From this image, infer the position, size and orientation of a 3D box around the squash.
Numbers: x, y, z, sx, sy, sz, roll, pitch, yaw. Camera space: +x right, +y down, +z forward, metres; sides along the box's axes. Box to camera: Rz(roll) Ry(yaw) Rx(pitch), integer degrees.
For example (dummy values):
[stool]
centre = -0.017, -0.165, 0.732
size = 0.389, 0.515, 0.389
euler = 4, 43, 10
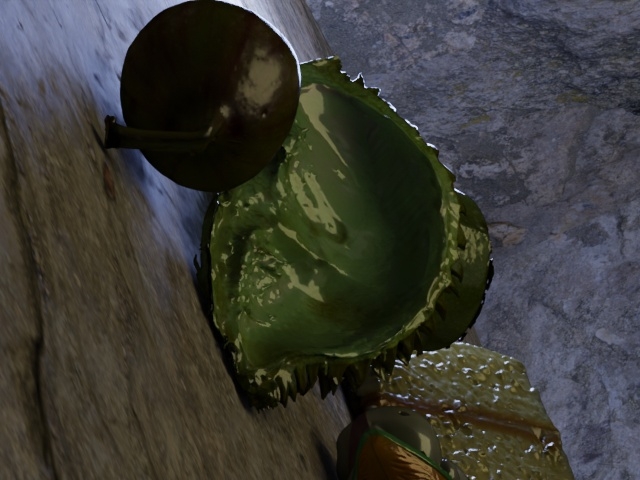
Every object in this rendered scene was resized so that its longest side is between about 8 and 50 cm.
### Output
[squash]
centre = 0.023, 0.002, 1.991
size = 0.260, 0.189, 0.189
euler = 15, 40, -35

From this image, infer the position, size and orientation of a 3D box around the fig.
[fig]
centre = -0.082, -0.108, 1.501
size = 0.148, 0.142, 0.186
euler = 35, 4, -19

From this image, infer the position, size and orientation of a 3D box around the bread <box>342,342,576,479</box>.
[bread]
centre = 0.104, 0.233, 2.084
size = 0.236, 0.198, 0.263
euler = 20, 31, -30

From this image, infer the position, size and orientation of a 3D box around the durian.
[durian]
centre = 0.010, -0.001, 1.627
size = 0.198, 0.163, 0.394
euler = 65, 32, -30

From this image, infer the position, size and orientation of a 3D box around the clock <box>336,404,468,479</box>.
[clock]
centre = 0.079, 0.228, 1.759
size = 0.231, 0.103, 0.144
euler = 61, 6, -50
